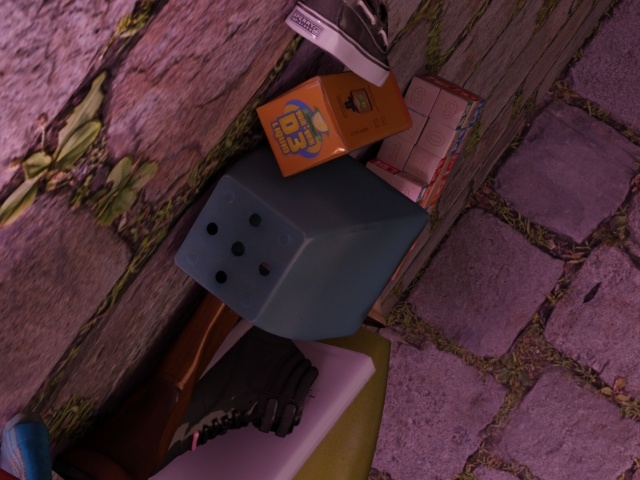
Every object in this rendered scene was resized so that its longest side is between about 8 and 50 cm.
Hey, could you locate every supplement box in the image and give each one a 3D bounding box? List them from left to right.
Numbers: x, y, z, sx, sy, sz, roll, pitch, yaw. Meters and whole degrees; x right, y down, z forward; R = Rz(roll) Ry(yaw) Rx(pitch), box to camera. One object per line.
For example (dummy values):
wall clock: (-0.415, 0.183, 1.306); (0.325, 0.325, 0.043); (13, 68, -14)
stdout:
supplement box: (0.019, -0.125, 1.320); (0.080, 0.078, 0.233); (-21, -178, 20)

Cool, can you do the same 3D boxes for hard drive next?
hard drive: (-0.087, 0.255, 1.833); (0.307, 0.203, 0.040); (-49, 133, -33)

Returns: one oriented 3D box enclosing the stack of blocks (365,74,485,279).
stack of blocks: (0.117, -0.082, 1.858); (0.297, 0.087, 0.171); (-65, 168, 15)

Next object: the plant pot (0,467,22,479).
plant pot: (-0.216, 0.267, 0.816); (0.275, 0.243, 0.275); (12, 90, -68)

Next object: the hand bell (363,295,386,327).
hand bell: (0.088, 0.009, 2.161); (0.126, 0.126, 0.242); (74, 36, -78)

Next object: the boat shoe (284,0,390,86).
boat shoe: (0.034, -0.195, 1.210); (0.070, 0.077, 0.219); (-55, 169, 7)

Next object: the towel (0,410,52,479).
towel: (-0.260, 0.367, 1.115); (0.271, 0.040, 0.370); (117, -31, -43)

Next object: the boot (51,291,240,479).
boot: (-0.159, 0.158, 1.419); (0.280, 0.096, 0.264); (-55, 170, -5)

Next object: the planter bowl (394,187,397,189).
planter bowl: (0.000, 0.000, 1.664); (0.217, 0.090, 0.217); (-52, 169, -14)

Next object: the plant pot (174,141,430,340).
plant pot: (-0.031, 0.002, 1.331); (0.165, 0.165, 0.234); (-58, 163, 16)

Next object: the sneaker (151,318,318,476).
sneaker: (-0.113, 0.227, 1.723); (0.296, 0.147, 0.105); (-48, 170, -31)

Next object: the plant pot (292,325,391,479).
plant pot: (-0.011, 0.264, 2.105); (0.275, 0.274, 0.294); (46, 69, -80)
